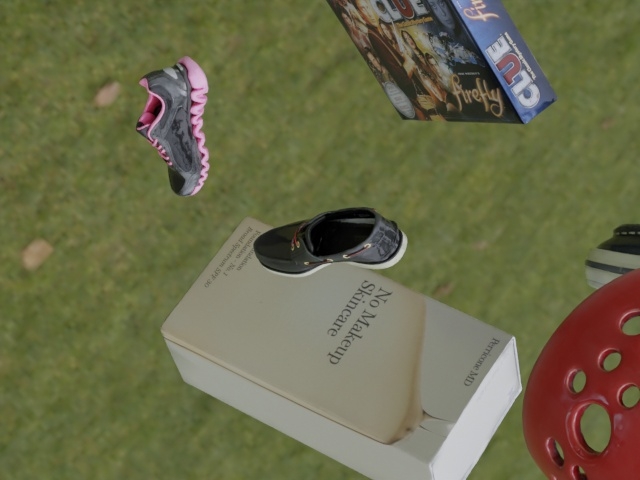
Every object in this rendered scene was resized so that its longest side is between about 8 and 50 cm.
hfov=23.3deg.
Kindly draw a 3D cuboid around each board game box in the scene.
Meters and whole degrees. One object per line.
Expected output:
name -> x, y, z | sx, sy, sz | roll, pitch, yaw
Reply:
board game box -> 0.100, -0.185, 1.408 | 0.042, 0.243, 0.165 | -38, 107, -15

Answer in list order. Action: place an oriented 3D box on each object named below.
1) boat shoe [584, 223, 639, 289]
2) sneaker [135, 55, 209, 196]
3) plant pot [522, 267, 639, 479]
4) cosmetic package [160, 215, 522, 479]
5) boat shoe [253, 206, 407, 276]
boat shoe -> 0.453, -0.022, 1.228 | 0.187, 0.500, 0.156 | 14, 71, -58
sneaker -> -0.120, -0.085, 1.214 | 0.057, 0.047, 0.119 | -19, 127, -29
plant pot -> 0.259, 0.135, 1.040 | 0.191, 0.174, 0.191 | -14, 123, -22
cosmetic package -> 0.020, 0.115, 1.495 | 0.160, 0.309, 0.113 | -55, 152, -25
boat shoe -> 0.000, -0.002, 1.167 | 0.042, 0.133, 0.049 | 40, 57, -43
